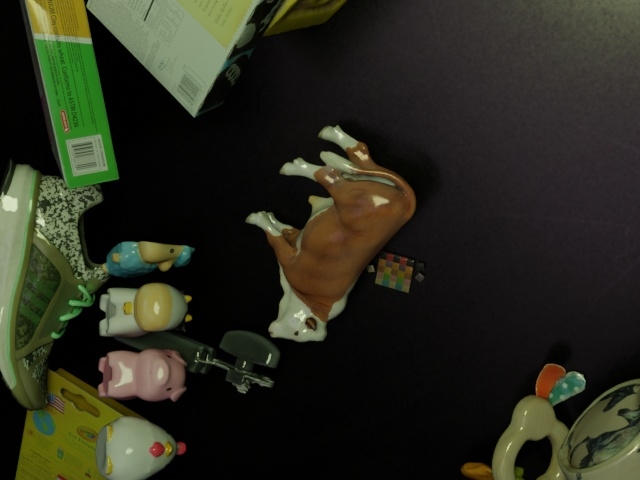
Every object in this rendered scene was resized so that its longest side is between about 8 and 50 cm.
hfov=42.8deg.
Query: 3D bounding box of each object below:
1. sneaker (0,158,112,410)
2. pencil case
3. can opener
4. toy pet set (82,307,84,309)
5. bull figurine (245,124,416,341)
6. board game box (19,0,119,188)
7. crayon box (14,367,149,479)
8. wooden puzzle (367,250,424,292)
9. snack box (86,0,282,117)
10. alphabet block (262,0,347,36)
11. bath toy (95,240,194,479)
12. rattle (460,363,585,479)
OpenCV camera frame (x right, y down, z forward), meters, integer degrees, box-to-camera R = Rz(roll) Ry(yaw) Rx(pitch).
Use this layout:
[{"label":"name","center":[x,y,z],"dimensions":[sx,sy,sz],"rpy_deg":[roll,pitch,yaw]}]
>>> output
[{"label":"sneaker","center":[-0.413,0.080,1.286],"dimensions":[0.182,0.158,0.410],"rpy_deg":[2,106,-13]},{"label":"pencil case","center":[0.471,0.357,0.986],"dimensions":[0.183,0.160,0.410],"rpy_deg":[-42,89,18]},{"label":"can opener","center":[-0.191,0.168,1.287],"dimensions":[0.280,0.074,0.093],"rpy_deg":[14,80,18]},{"label":"toy pet set","center":[-0.468,0.069,1.370],"dimensions":[0.114,0.065,0.122],"rpy_deg":[2,109,24]},{"label":"bull figurine","center":[0.000,0.000,1.105],"dimensions":[0.188,0.101,0.310],"rpy_deg":[44,121,7]},{"label":"board game box","center":[-0.341,-0.218,1.086],"dimensions":[0.064,0.316,0.242],"rpy_deg":[-13,109,-18]},{"label":"crayon box","center":[-0.426,0.371,1.454],"dimensions":[0.202,0.081,0.318],"rpy_deg":[28,119,14]},{"label":"wooden puzzle","center":[0.104,0.043,1.128],"dimensions":[0.083,0.006,0.049],"rpy_deg":[16,115,19]},{"label":"snack box","center":[-0.119,-0.300,0.839],"dimensions":[0.187,0.060,0.322],"rpy_deg":[46,136,4]},{"label":"alphabet block","center":[-0.031,-0.374,0.927],"dimensions":[0.192,0.193,0.197],"rpy_deg":[-38,90,32]},{"label":"bath toy","center":[-0.252,0.180,1.203],"dimensions":[0.151,0.129,0.348],"rpy_deg":[-17,70,60]},{"label":"rattle","center":[0.273,0.250,1.114],"dimensions":[0.130,0.143,0.199],"rpy_deg":[1,95,-9]}]
